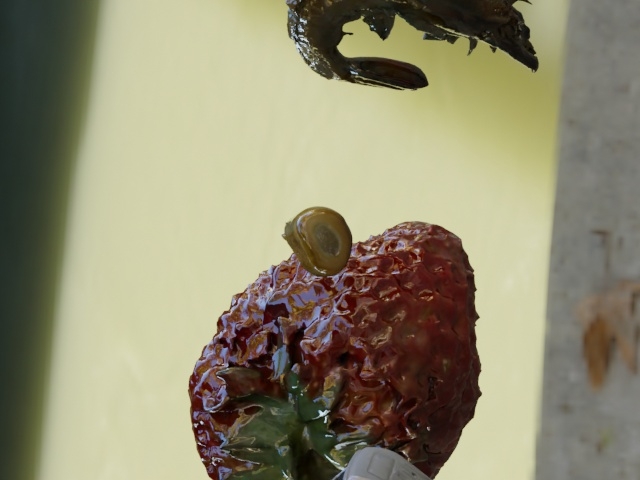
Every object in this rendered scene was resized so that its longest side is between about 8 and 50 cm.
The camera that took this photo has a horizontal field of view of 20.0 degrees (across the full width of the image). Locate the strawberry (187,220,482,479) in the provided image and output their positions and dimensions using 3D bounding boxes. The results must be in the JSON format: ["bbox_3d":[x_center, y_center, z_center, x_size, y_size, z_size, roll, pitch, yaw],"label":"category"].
[{"bbox_3d":[0.042,0.112,1.793,0.312,0.267,0.351,-39,10,28],"label":"strawberry"}]

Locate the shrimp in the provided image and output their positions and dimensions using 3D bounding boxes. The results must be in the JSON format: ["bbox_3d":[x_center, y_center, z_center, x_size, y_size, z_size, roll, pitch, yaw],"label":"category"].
[{"bbox_3d":[0.080,-0.188,1.640,0.173,0.253,0.058,-43,41,30],"label":"shrimp"}]

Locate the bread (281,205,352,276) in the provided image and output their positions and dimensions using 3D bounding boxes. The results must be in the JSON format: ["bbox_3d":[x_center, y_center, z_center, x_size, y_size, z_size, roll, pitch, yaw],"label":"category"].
[{"bbox_3d":[0.000,0.001,1.593,0.062,0.049,0.103,65,171,0],"label":"bread"}]

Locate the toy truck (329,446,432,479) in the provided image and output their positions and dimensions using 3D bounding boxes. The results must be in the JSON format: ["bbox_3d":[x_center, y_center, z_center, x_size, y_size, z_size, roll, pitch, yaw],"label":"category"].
[{"bbox_3d":[0.099,0.264,1.362,0.124,0.253,0.114,-51,1,17],"label":"toy truck"}]
